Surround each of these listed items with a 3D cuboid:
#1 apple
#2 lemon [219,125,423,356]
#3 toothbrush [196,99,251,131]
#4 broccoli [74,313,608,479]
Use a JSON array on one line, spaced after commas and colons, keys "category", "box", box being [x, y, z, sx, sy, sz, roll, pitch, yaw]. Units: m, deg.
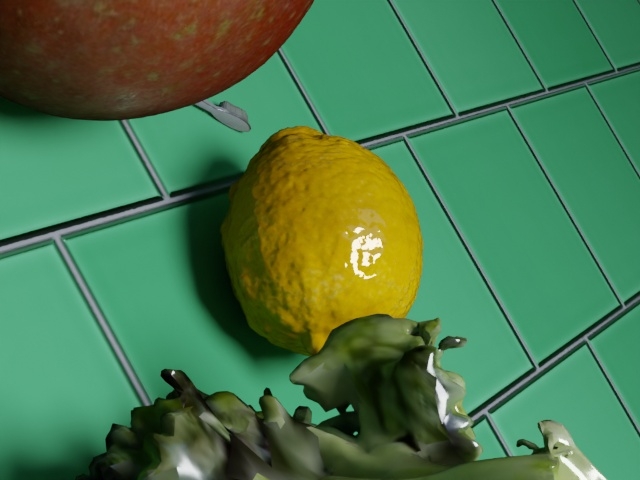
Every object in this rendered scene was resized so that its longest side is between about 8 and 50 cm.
[{"category": "apple", "box": [-0.141, -0.251, 0.905, 0.348, 0.277, 0.348, 26, 44, -29]}, {"category": "lemon", "box": [0.000, 0.000, 1.024, 0.142, 0.142, 0.187, 23, 44, -43]}, {"category": "toothbrush", "box": [-0.122, -0.124, 1.083, 0.194, 0.014, 0.017, 26, 44, -41]}, {"category": "broccoli", "box": [0.031, 0.201, 0.746, 0.348, 0.281, 0.293, 54, 28, 12]}]
